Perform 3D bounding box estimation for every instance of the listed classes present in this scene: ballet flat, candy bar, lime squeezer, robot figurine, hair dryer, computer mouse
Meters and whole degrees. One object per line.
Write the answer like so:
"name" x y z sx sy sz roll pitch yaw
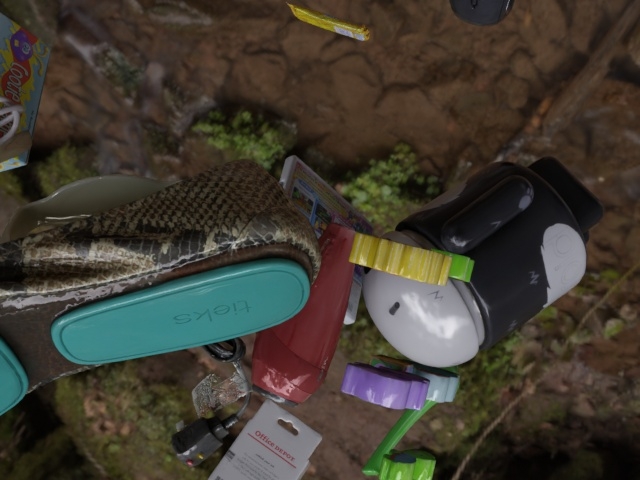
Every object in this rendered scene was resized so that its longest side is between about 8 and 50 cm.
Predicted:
"ballet flat" -0.242 0.047 0.659 0.164 0.482 0.182 89 157 -52
"candy bar" 0.013 -0.373 1.387 0.161 0.018 0.040 24 170 22
"lime squeezer" 0.129 0.149 1.041 0.110 0.310 0.059 -22 135 39
"robot figurine" 0.177 0.019 0.909 0.173 0.278 0.209 32 151 59
"hair dryer" -0.079 0.077 0.852 0.293 0.224 0.080 -31 158 10
"computer mouse" 0.186 -0.376 1.135 0.184 0.060 0.262 17 165 9

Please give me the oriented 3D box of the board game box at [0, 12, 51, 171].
"board game box" -0.414 -0.175 0.755 0.144 0.142 0.275 -10 155 30

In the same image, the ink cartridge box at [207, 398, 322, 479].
"ink cartridge box" -0.085 0.328 1.152 0.104 0.180 0.060 32 163 14

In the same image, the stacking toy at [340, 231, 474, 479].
"stacking toy" 0.057 0.087 0.501 0.052 0.167 0.221 14 -179 22

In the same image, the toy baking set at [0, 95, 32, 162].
"toy baking set" -0.351 -0.069 0.668 0.030 0.196 0.256 55 -175 16

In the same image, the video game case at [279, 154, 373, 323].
"video game case" 0.000 0.000 0.955 0.019 0.143 0.157 -18 136 39
